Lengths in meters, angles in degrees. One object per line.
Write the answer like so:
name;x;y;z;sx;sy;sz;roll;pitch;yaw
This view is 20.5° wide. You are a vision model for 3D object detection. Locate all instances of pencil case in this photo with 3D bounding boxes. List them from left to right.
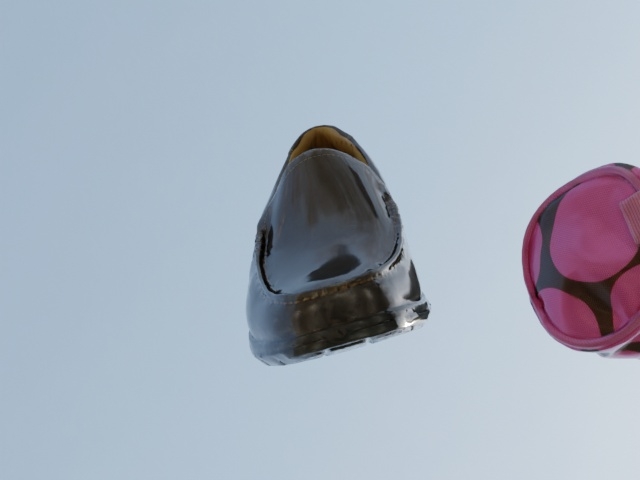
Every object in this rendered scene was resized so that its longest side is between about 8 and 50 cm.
pencil case;0.201;0.015;0.819;0.209;0.098;0.095;5;-111;-30

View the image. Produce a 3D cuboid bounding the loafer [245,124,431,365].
loafer;0.000;0.000;0.597;0.062;0.170;0.061;-13;-80;-1
